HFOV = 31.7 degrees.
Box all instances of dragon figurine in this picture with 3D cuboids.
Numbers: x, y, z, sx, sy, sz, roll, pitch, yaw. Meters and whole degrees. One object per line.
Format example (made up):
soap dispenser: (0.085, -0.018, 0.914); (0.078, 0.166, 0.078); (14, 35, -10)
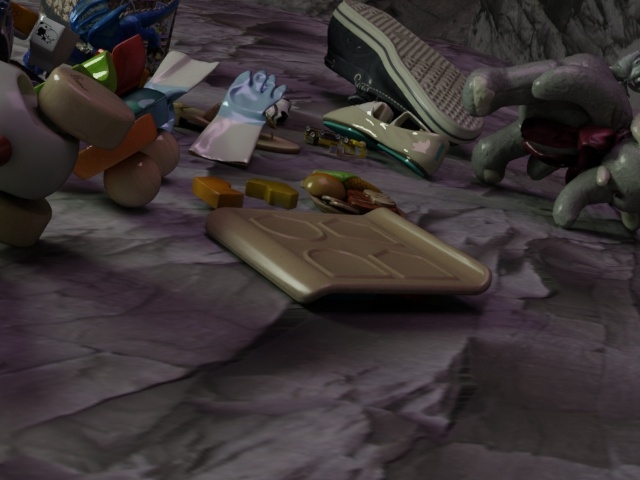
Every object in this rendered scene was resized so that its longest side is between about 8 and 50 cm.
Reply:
dragon figurine: (-0.318, -0.319, 1.698); (0.085, 0.289, 0.144); (32, -15, 42)

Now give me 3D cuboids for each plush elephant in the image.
plush elephant: (0.396, -0.128, 1.653); (0.330, 0.272, 0.255); (-20, 63, -5)

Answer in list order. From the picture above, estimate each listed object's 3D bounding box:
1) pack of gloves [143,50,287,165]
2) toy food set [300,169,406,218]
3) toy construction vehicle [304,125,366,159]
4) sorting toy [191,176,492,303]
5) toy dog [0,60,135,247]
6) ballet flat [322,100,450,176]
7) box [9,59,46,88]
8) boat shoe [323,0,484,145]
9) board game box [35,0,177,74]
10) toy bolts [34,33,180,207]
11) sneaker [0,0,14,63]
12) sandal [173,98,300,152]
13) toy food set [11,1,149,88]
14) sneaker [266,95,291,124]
pack of gloves: (-0.159, -0.202, 1.559); (0.195, 0.046, 0.232); (12, 40, 9)
toy food set: (0.044, -0.052, 1.388); (0.132, 0.038, 0.192); (11, 16, -11)
toy construction vehicle: (0.021, -0.146, 1.718); (0.098, 0.035, 0.086); (16, 5, -3)
sorting toy: (0.000, 0.000, 1.183); (0.229, 0.041, 0.307); (-2, 22, -34)
toy dog: (-0.331, -0.129, 0.952); (0.334, 0.220, 0.161); (18, 5, 8)
ballet flat: (0.105, -0.173, 1.774); (0.086, 0.086, 0.248); (-1, 24, -44)
box: (-0.459, -0.180, 1.345); (0.270, 0.060, 0.216); (3, 20, -35)
boat shoe: (0.145, -0.292, 2.122); (0.187, 0.156, 0.500); (10, 27, -34)
board game box: (-0.365, -0.464, 1.990); (0.141, 0.291, 0.232); (0, 21, -43)
toy bolts: (-0.252, -0.109, 1.245); (0.218, 0.158, 0.228); (-23, 14, 23)
sneaker: (-0.397, -0.270, 1.372); (0.052, 0.135, 0.058); (3, 4, -5)
sandal: (-0.138, -0.194, 1.644); (0.240, 0.079, 0.088); (15, 15, 0)
toy food set: (-0.325, -0.214, 1.471); (0.232, 0.104, 0.111); (28, 2, 17)
sneaker: (-0.069, -0.210, 1.854); (0.044, 0.040, 0.109); (34, 23, 9)
